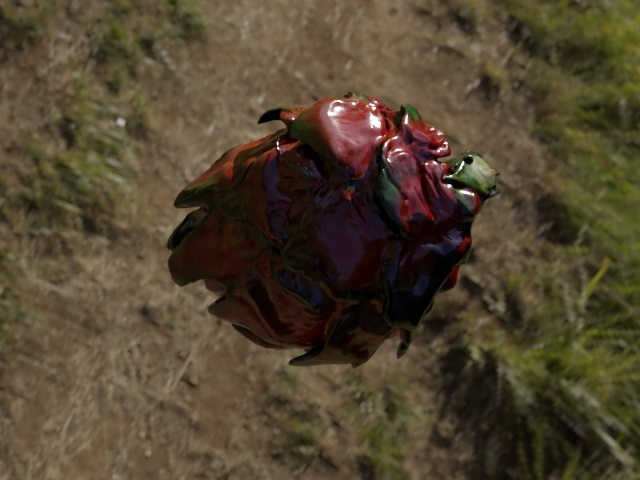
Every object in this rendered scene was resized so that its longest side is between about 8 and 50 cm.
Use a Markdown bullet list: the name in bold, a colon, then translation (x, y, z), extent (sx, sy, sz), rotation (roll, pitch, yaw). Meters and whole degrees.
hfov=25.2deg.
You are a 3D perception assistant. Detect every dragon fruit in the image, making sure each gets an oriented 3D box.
- **dragon fruit**: translation (0.005, -0.003, 0.925), extent (0.182, 0.188, 0.182), rotation (16, 50, -20)
